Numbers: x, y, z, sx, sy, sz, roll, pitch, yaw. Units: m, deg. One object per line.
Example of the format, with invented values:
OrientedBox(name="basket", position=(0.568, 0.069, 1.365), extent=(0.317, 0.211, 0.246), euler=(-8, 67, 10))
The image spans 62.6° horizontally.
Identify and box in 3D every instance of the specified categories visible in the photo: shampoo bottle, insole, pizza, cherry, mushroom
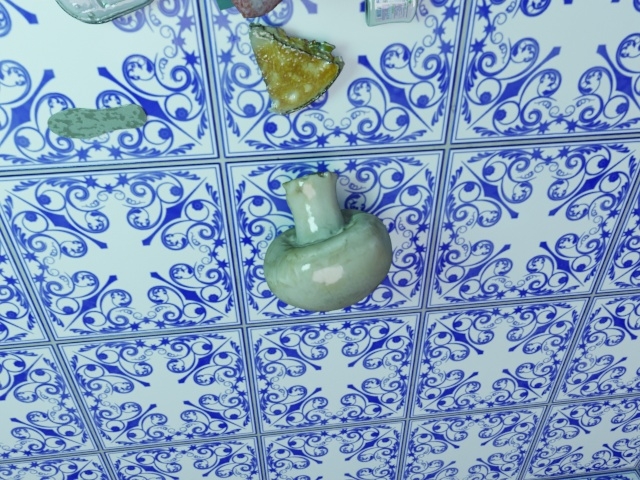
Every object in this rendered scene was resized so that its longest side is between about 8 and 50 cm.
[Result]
OrientedBox(name="shampoo bottle", position=(0.133, -0.434, 0.965), extent=(0.099, 0.043, 0.072), euler=(-7, 127, -4))
OrientedBox(name="insole", position=(-0.444, -0.238, 1.049), extent=(0.193, 0.006, 0.065), euler=(-9, 126, -2))
OrientedBox(name="pizza", position=(-0.067, -0.341, 1.001), extent=(0.185, 0.052, 0.195), euler=(-32, 128, 24))
OrientedBox(name="cherry", position=(-0.074, -0.434, 0.761), extent=(0.106, 0.090, 0.226), euler=(19, 110, -11))
OrientedBox(name="mushroom", position=(0.000, 0.000, 1.130), extent=(0.297, 0.297, 0.290), euler=(-20, 105, 6))

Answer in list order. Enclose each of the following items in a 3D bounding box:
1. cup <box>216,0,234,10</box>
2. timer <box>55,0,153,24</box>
OrientedBox(name="cup", position=(-0.071, -0.477, 0.854), extent=(0.235, 0.148, 0.134), euler=(-13, 100, 0))
OrientedBox(name="timer", position=(-0.370, -0.470, 0.854), extent=(0.190, 0.069, 0.209), euler=(-21, 125, 4))
